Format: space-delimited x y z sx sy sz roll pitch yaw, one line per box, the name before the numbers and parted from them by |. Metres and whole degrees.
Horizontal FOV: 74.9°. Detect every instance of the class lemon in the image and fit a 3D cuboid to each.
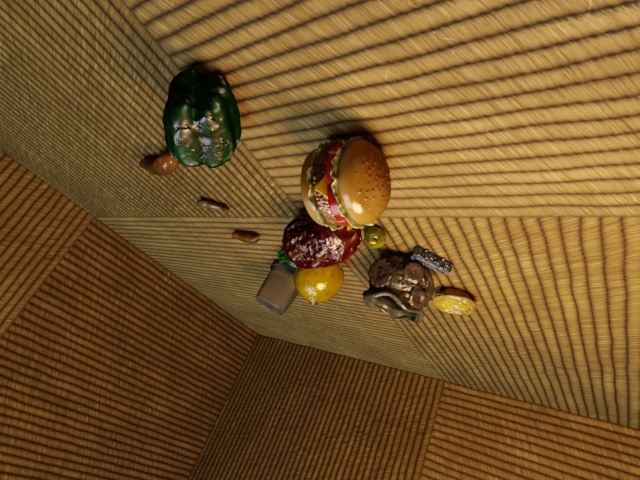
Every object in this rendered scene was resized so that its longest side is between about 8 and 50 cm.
lemon | -0.003 0.176 1.998 0.228 0.253 0.228 39 154 23

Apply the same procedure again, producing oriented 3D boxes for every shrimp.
shrimp | -0.511 -0.164 2.019 0.190 0.042 0.101 13 172 23

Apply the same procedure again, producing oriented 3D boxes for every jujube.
jujube | 0.000 0.000 1.671 0.258 0.258 0.377 37 159 -24

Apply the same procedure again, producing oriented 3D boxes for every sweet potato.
sweet potato | -0.702 -0.325 1.815 0.292 0.097 0.097 -1 145 44

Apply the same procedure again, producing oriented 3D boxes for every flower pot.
flower pot | 0.328 0.198 1.753 0.302 0.213 0.301 22 160 9

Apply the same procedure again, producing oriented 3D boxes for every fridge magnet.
fridge magnet | -0.130 0.116 2.157 0.208 0.088 0.208 20 154 10

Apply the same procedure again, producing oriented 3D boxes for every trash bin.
trash bin | -0.219 0.267 2.340 0.219 0.250 0.219 25 155 15

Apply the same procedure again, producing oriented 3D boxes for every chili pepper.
chili pepper | -0.360 -0.373 1.282 0.234 0.248 0.256 0 151 -11

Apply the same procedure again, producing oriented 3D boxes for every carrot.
carrot | -0.390 -0.018 2.169 0.186 0.060 0.060 7 149 36

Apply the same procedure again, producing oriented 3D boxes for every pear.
pear | 0.211 -0.010 1.621 0.092 0.097 0.092 6 120 11

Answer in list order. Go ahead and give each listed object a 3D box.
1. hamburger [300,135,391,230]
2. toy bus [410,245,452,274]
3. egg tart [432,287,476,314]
hamburger | 0.092 -0.166 1.230 0.212 0.274 0.274 -1 144 37
toy bus | 0.436 0.080 1.646 0.166 0.047 0.065 26 158 -5
egg tart | 0.588 0.264 1.830 0.191 0.074 0.191 19 153 10
